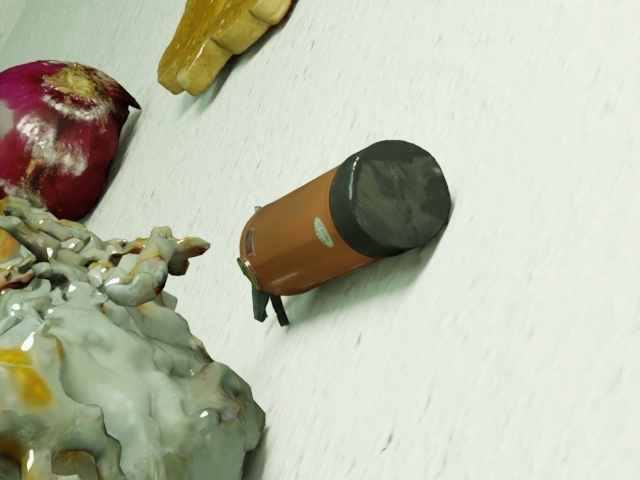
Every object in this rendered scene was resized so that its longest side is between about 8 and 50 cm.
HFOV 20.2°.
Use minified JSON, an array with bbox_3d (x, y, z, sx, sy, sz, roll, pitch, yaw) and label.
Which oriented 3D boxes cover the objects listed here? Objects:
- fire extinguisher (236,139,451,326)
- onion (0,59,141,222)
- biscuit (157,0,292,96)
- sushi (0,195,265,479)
[{"bbox_3d":[0.000,0.000,0.830,0.177,0.050,0.062,-27,74,65],"label":"fire extinguisher"},{"bbox_3d":[-0.263,-0.072,1.609,0.198,0.135,0.173,-56,13,21],"label":"onion"},{"bbox_3d":[-0.055,-0.186,1.357,0.225,0.036,0.166,-28,36,57],"label":"biscuit"},{"bbox_3d":[-0.204,0.134,0.830,0.417,0.176,0.417,-36,8,6],"label":"sushi"}]
